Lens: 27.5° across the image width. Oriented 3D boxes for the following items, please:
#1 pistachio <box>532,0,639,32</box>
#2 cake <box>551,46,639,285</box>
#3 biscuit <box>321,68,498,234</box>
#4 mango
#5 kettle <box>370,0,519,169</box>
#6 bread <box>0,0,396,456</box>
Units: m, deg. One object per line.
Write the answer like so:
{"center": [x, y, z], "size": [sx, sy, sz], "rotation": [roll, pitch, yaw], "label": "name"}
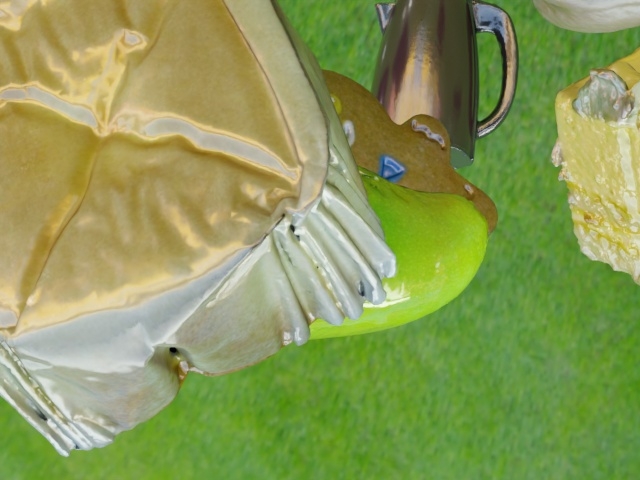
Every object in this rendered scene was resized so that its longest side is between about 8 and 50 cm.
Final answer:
{"center": [0.256, -0.239, 1.149], "size": [0.185, 0.126, 0.108], "rotation": [20, 133, 47], "label": "pistachio"}
{"center": [0.406, -0.114, 1.431], "size": [0.222, 0.227, 0.286], "rotation": [29, 143, 52], "label": "cake"}
{"center": [0.037, -0.053, 1.112], "size": [0.236, 0.180, 0.039], "rotation": [36, 153, -1], "label": "biscuit"}
{"center": [0.000, 0.000, 0.827], "size": [0.111, 0.233, 0.125], "rotation": [-5, 92, 64], "label": "mango"}
{"center": [0.162, -0.219, 1.739], "size": [0.202, 0.232, 0.144], "rotation": [6, 169, 2], "label": "kettle"}
{"center": [-0.082, -0.029, 0.609], "size": [0.192, 0.210, 0.110], "rotation": [-27, 150, 1], "label": "bread"}
